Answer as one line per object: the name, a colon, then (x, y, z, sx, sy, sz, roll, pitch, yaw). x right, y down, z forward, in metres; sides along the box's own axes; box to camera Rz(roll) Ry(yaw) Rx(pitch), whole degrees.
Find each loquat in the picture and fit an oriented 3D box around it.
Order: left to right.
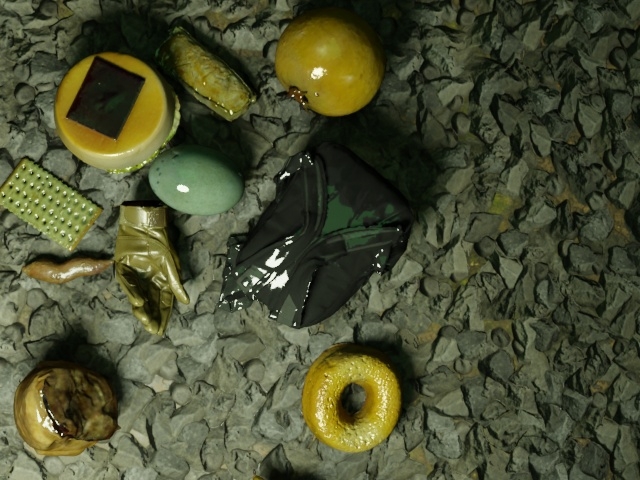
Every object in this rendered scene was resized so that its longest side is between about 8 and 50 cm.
loquat: (0.018, -0.432, 1.741, 0.275, 0.275, 0.275, 0, 87, -7)

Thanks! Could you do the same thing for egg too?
egg: (-0.297, -0.145, 1.725, 0.236, 0.169, 0.169, 11, 85, -32)

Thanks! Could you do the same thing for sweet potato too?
sweet potato: (-0.613, 0.071, 1.739, 0.218, 0.051, 0.065, -4, 85, -7)

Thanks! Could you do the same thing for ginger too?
ginger: (-0.599, 0.378, 1.622, 0.223, 0.269, 0.200, -22, 64, 21)

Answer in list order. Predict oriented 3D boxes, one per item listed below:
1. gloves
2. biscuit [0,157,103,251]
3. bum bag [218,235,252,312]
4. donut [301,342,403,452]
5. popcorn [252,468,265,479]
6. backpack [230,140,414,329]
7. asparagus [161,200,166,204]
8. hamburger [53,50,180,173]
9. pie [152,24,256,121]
gloves: (-0.412, 0.066, 1.717, 0.154, 0.141, 0.331, -6, 91, -40)
biscuit: (-0.670, -0.090, 1.759, 0.231, 0.016, 0.139, 35, 84, -4)
bum bag: (-0.205, 0.085, 1.793, 0.087, 0.049, 0.198, 8, 86, -4)
donut: (0.088, 0.399, 1.784, 0.277, 0.108, 0.277, 0, 87, -8)
popcorn: (-0.127, 0.679, 1.715, 0.253, 0.190, 0.191, 16, 54, 4)
backpack: (0.000, 0.000, 1.727, 0.363, 0.255, 0.446, 37, 86, -1)
asparagus: (-0.408, -0.068, 1.789, 0.233, 0.022, 0.023, -57, 139, -9)
hamburger: (-0.488, -0.304, 1.712, 0.300, 0.176, 0.300, 0, 88, -7)
pie: (-0.295, -0.422, 1.801, 0.282, 0.068, 0.128, 40, 82, 0)
